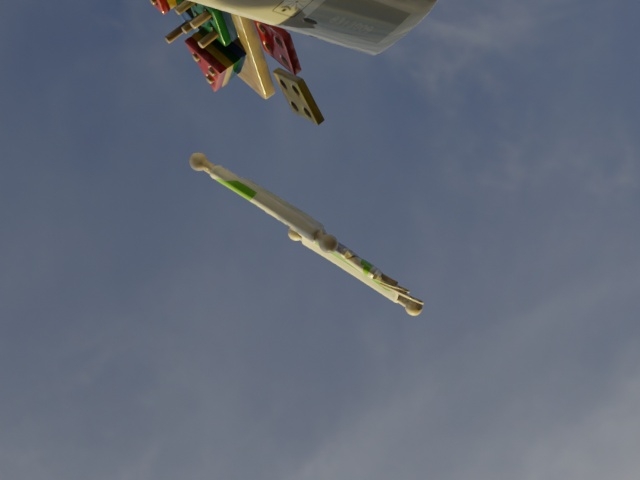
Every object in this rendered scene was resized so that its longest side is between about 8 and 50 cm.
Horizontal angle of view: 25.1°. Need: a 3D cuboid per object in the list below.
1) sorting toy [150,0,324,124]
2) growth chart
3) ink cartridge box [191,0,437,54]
[{"bbox_3d":[-0.103,-0.190,1.286,0.046,0.274,0.132,-38,-33,-14],"label":"sorting toy"},{"bbox_3d":[0.000,0.000,1.241,0.021,0.172,0.237,-57,-26,-2],"label":"growth chart"},{"bbox_3d":[-0.092,-0.344,1.145,0.091,0.385,0.308,-38,-28,32],"label":"ink cartridge box"}]
